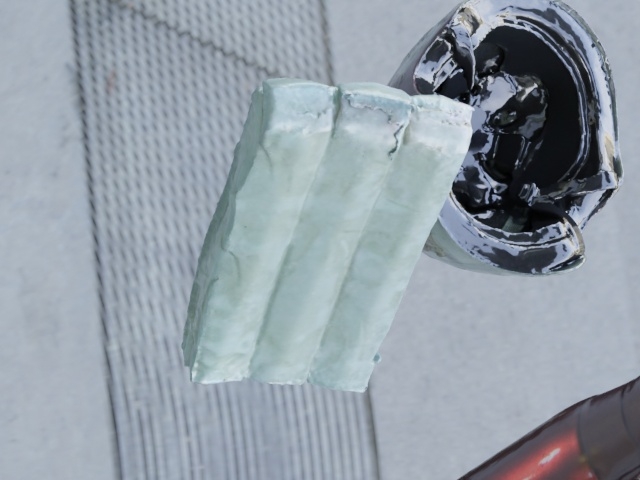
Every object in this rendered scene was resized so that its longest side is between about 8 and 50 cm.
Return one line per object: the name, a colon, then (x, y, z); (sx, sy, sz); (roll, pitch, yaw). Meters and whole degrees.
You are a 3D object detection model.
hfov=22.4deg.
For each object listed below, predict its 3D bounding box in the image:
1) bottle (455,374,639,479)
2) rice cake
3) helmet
bottle: (0.076, 0.101, 0.582); (0.060, 0.164, 0.060); (28, 40, -27)
rice cake: (0.000, 0.000, 0.834); (0.124, 0.211, 0.038); (5, 47, -21)
helmet: (0.095, -0.056, 0.969); (0.153, 0.107, 0.177); (41, 54, -19)
